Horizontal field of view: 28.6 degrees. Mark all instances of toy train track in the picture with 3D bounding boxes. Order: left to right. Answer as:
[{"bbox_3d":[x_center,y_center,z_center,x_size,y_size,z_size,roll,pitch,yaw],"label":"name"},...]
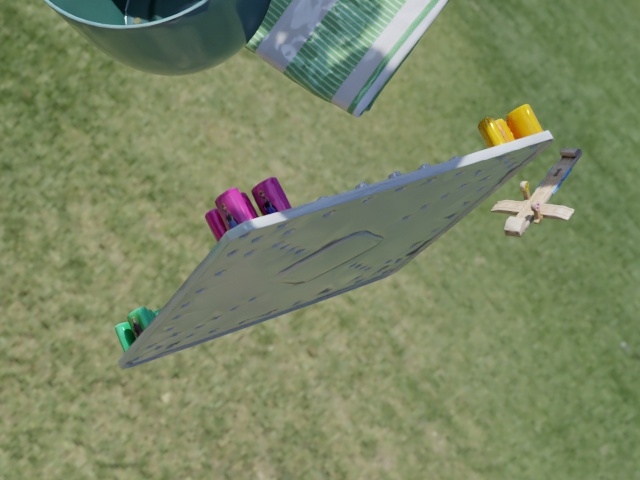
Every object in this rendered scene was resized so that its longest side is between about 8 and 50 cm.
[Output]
[{"bbox_3d":[0.126,-0.032,0.709,0.083,0.048,0.014,-47,132,-38],"label":"toy train track"}]

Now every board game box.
[{"bbox_3d":[0.000,0.000,1.340,0.390,0.390,0.050,-18,76,-31],"label":"board game box"}]

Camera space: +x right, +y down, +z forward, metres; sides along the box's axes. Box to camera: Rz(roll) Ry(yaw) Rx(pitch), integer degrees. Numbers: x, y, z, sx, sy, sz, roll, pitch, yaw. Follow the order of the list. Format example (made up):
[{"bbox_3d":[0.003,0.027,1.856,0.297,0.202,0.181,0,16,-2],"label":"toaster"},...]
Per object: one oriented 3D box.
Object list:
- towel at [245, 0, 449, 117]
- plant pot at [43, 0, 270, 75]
[{"bbox_3d":[-0.010,-0.344,1.681,0.325,0.248,0.038,36,-1,6],"label":"towel"},{"bbox_3d":[-0.186,-0.334,1.508,0.293,0.293,0.235,58,-1,19],"label":"plant pot"}]
